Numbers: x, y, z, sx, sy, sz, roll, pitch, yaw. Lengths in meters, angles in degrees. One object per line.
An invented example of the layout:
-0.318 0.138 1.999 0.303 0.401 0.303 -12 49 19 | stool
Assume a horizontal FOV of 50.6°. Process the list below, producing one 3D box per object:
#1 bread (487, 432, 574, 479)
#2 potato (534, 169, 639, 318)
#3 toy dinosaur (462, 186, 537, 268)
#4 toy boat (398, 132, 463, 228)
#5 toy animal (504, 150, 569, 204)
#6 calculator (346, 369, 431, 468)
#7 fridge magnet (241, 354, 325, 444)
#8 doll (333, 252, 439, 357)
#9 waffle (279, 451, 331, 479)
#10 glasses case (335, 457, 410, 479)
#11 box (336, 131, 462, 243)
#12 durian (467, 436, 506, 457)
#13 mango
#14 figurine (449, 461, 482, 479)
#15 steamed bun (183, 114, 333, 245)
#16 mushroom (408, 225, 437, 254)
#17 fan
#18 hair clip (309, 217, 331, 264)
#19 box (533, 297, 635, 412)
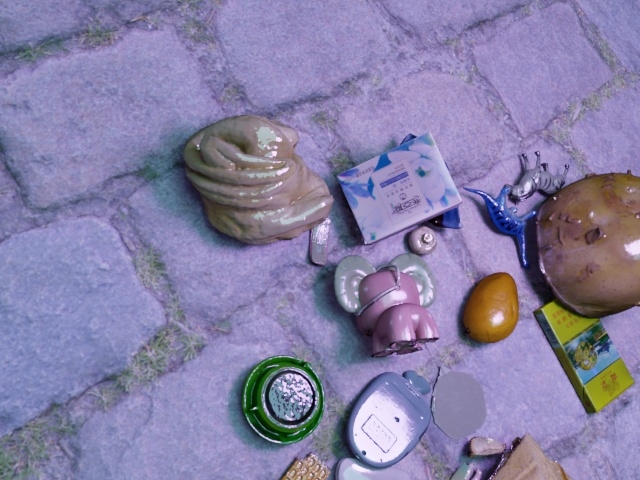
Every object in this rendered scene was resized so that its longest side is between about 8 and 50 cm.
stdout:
0.503 0.721 1.724 0.405 0.242 0.346 -34 110 2 | bread
0.870 -0.019 1.971 0.385 0.319 0.442 31 54 -21 | potato
0.556 -0.076 2.025 0.329 0.076 0.144 50 61 -13 | toy dinosaur
0.318 -0.167 1.920 0.142 0.129 0.309 -24 83 -34 | toy boat
0.682 -0.184 2.116 0.217 0.073 0.176 14 74 -24 | toy animal
0.180 0.434 1.693 0.185 0.041 0.299 45 54 6 | calculator
-0.083 0.372 1.594 0.208 0.088 0.208 7 71 -21 | fridge magnet
0.181 0.151 1.712 0.284 0.216 0.268 -3 68 -22 | doll
-0.045 0.563 1.586 0.092 0.021 0.135 45 62 -4 | waffle
0.128 0.578 1.639 0.197 0.049 0.076 18 65 -17 | glasses case
0.210 -0.133 1.798 0.274 0.116 0.203 -24 83 9 | box
0.429 0.538 1.774 0.130 0.066 0.052 -1 75 -34 | durian
0.486 0.186 1.890 0.147 0.109 0.227 27 63 14 | mango
0.356 0.640 1.707 0.083 0.083 0.187 47 55 -3 | figurine
-0.149 -0.164 1.668 0.325 0.230 0.372 -34 86 -31 | steamed bun
0.287 0.001 1.886 0.083 0.067 0.084 4 78 -19 | mushroom
0.340 0.376 1.817 0.182 0.010 0.310 -24 86 -28 | fan
0.000 0.000 1.789 0.054 0.022 0.137 12 69 -20 | hair clip
0.782 0.318 2.007 0.187 0.047 0.335 -25 85 -28 | box
